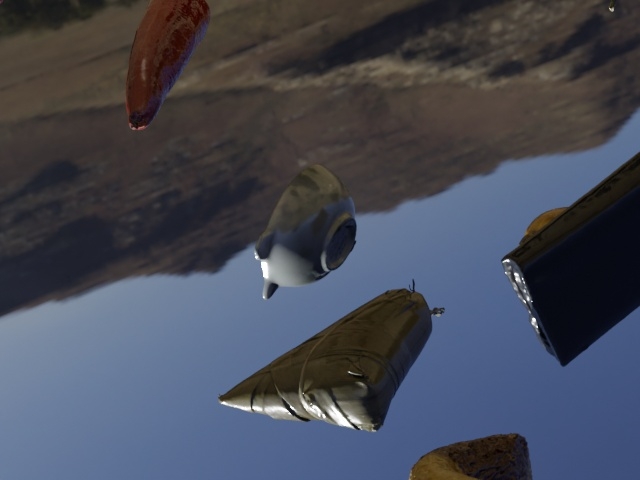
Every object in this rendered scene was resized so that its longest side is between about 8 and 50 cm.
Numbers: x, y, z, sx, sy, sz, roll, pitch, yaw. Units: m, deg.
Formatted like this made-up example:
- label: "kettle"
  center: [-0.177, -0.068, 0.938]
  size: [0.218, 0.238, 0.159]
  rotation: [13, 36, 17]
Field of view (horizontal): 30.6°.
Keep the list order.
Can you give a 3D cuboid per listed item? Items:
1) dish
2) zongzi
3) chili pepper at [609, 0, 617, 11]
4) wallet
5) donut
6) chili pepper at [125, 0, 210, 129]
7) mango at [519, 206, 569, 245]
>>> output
- label: "dish"
  center: [0.000, 0.000, 1.834]
  size: [0.086, 0.228, 0.236]
  rotation: [24, -128, 25]
- label: "zongzi"
  center: [0.011, 0.101, 1.133]
  size: [0.178, 0.081, 0.189]
  rotation: [-3, -148, 32]
- label: "chili pepper"
  center: [0.419, -0.386, 1.625]
  size: [0.059, 0.050, 0.191]
  rotation: [-8, -127, 43]
- label: "wallet"
  center: [0.436, -0.023, 1.555]
  size: [0.406, 0.228, 0.062]
  rotation: [-37, -137, -5]
- label: "donut"
  center: [0.190, 0.337, 1.595]
  size: [0.151, 0.112, 0.295]
  rotation: [6, -168, 25]
- label: "chili pepper"
  center: [-0.156, -0.207, 1.202]
  size: [0.063, 0.071, 0.272]
  rotation: [-19, -146, 23]
- label: "mango"
  center: [0.437, 0.028, 1.847]
  size: [0.316, 0.176, 0.119]
  rotation: [5, 134, -35]
